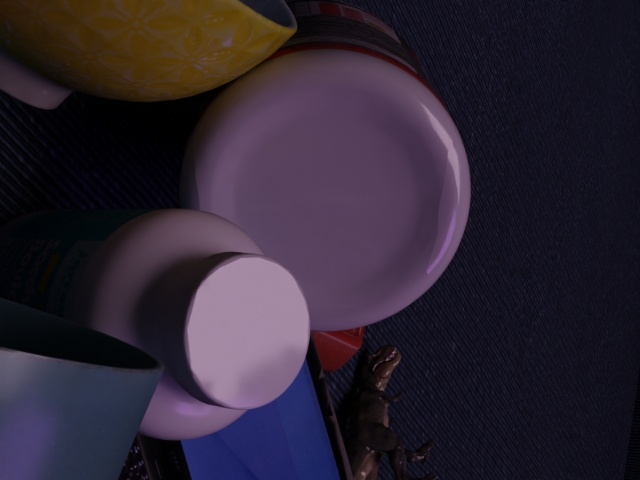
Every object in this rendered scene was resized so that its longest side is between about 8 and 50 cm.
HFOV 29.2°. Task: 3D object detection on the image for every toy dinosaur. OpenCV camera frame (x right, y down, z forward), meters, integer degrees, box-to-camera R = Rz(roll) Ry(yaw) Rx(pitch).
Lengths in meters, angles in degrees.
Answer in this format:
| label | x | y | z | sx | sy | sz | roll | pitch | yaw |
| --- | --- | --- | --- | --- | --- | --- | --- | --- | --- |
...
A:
| label | x | y | z | sx | sy | sz | roll | pitch | yaw |
| --- | --- | --- | --- | --- | --- | --- | --- | --- | --- |
| toy dinosaur | 0.075 | 0.239 | 1.425 | 0.064 | 0.118 | 0.268 | -55 | -171 | 37 |

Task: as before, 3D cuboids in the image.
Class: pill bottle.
| label | x | y | z | sx | sy | sz | roll | pitch | yaw |
| --- | --- | --- | --- | --- | --- | --- | --- | --- | --- |
| pill bottle | -0.124 | 0.051 | 0.812 | 0.146 | 0.264 | 0.146 | 0 | 90 | -39 |
| pill bottle | -0.003 | -0.087 | 1.019 | 0.363 | 0.210 | 0.210 | -97 | 179 | -70 |

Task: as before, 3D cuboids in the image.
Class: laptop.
| label | x | y | z | sx | sy | sz | roll | pitch | yaw |
| --- | --- | --- | --- | --- | --- | --- | --- | --- | --- |
| laptop | -0.101 | 0.186 | 0.990 | 0.264 | 0.136 | 0.234 | -21 | 95 | -62 |

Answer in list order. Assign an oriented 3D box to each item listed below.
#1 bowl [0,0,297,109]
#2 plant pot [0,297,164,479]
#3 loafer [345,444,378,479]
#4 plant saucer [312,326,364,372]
| label | x | y | z | sx | sy | sz | roll | pitch | yaw |
| --- | --- | --- | --- | --- | --- | --- | --- | --- | --- |
| bowl | -0.171 | -0.181 | 0.813 | 0.156 | 0.289 | 0.289 | -47 | 157 | 14 |
| plant pot | -0.250 | 0.131 | 0.591 | 0.293 | 0.293 | 0.235 | 21 | 86 | -63 |
| loafer | 0.038 | 0.294 | 1.429 | 0.148 | 0.056 | 0.050 | -53 | 131 | -49 |
| plant saucer | 0.000 | 0.000 | 1.340 | 0.259 | 0.047 | 0.258 | 32 | 63 | -61 |
